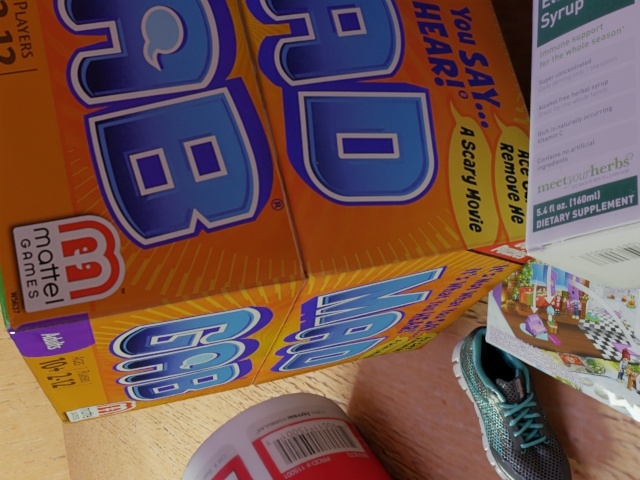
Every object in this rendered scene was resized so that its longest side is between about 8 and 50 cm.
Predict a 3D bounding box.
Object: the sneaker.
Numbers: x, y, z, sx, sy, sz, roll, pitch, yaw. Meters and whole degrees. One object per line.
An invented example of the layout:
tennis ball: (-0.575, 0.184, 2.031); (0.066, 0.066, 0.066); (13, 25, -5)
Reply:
sneaker: (0.165, 0.147, 0.812); (0.076, 0.065, 0.166); (85, 159, -62)

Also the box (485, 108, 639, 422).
box: (0.237, 0.025, 0.664); (0.293, 0.057, 0.200); (27, 122, 55)

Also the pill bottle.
pill bottle: (0.025, 0.377, 0.995); (0.407, 0.229, 0.229); (51, 141, 41)

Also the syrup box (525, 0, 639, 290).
syrup box: (0.183, -0.100, 0.527); (0.093, 0.096, 0.236); (-17, 61, 49)

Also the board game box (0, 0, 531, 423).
board game box: (-0.078, -0.083, 0.773); (0.356, 0.357, 0.356); (118, 140, -68)
